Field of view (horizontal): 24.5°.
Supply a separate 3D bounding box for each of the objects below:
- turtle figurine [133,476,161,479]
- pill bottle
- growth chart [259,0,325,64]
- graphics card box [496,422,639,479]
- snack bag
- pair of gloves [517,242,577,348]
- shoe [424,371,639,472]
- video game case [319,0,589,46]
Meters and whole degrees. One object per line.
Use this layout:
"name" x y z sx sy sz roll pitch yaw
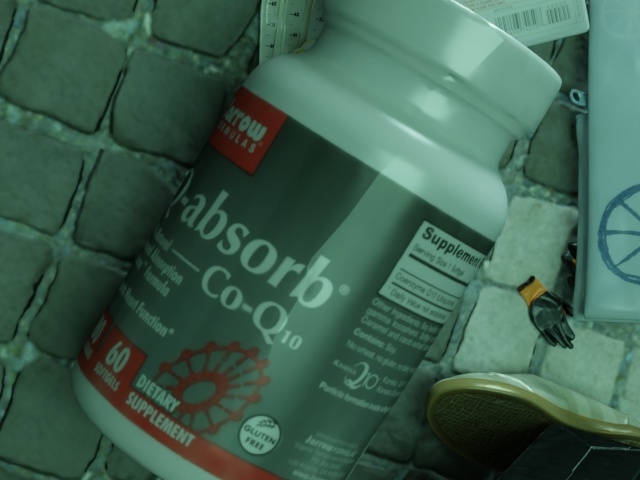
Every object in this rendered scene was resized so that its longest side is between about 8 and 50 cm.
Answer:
"turtle figurine" -0.092 0.261 1.113 0.175 0.118 0.234 29 93 -21
"pill bottle" 0.000 0.000 1.032 0.210 0.210 0.363 30 94 -21
"growth chart" 0.023 -0.133 1.145 0.172 0.021 0.237 -6 100 -20
"graphics card box" 0.151 0.343 1.109 0.094 0.233 0.370 16 103 20
"snack bag" 0.364 -0.100 1.186 0.323 0.037 0.342 0 89 10
"pair of gloves" 0.213 0.047 1.244 0.083 0.010 0.074 -40 109 -10
"shoe" 0.182 0.155 1.229 0.219 0.058 0.076 18 111 -18
"video game case" 0.092 -0.225 1.114 0.201 0.023 0.183 -15 104 -7
